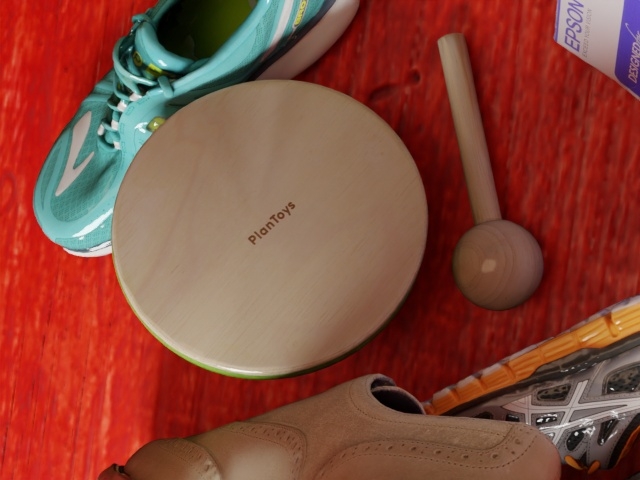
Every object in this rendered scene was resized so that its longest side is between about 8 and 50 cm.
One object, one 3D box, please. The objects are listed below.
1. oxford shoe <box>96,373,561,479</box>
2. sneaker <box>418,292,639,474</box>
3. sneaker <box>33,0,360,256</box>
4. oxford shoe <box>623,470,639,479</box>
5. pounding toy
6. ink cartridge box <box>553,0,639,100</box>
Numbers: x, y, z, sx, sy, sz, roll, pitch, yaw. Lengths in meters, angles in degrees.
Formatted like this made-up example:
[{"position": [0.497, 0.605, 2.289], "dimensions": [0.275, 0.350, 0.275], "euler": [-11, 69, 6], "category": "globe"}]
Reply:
[{"position": [0.000, 0.150, 0.980], "dimensions": [0.146, 0.140, 0.397], "euler": [-50, 23, -18], "category": "oxford shoe"}, {"position": [0.132, 0.095, 0.982], "dimensions": [0.215, 0.084, 0.083], "euler": [-28, 86, 27], "category": "sneaker"}, {"position": [-0.097, -0.103, 1.092], "dimensions": [0.275, 0.110, 0.107], "euler": [-48, 69, 21], "category": "sneaker"}, {"position": [0.141, 0.202, 0.974], "dimensions": [0.227, 0.083, 0.096], "euler": [-35, 78, 25], "category": "oxford shoe"}, {"position": [0.000, 0.000, 1.058], "dimensions": [0.237, 0.110, 0.183], "euler": [-16, 68, -1], "category": "pounding toy"}, {"position": [0.209, -0.108, 0.879], "dimensions": [0.208, 0.206, 0.045], "euler": [41, 73, 21], "category": "ink cartridge box"}]
